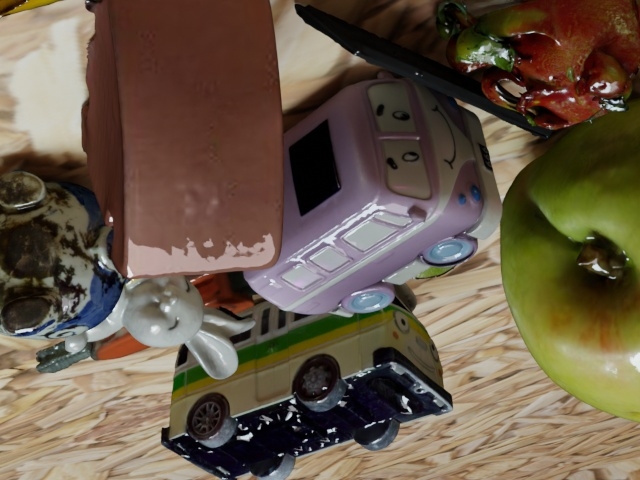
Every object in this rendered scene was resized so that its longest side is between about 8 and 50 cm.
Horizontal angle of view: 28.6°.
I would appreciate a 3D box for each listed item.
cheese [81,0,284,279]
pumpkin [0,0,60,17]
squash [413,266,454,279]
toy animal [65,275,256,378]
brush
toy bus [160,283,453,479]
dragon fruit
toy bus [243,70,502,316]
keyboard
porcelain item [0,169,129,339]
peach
[{"bbox_3d":[-0.104,-0.056,0.904,0.128,0.177,0.203,-3,156,-18],"label":"cheese"},{"bbox_3d":[-0.047,-0.211,0.692,0.278,0.111,0.163,-24,167,27],"label":"pumpkin"},{"bbox_3d":[0.098,-0.041,1.162,0.105,0.105,0.132,-5,144,-15],"label":"squash"},{"bbox_3d":[-0.153,0.062,1.247,0.182,0.131,0.127,8,164,-2],"label":"toy animal"},{"bbox_3d":[-0.176,0.078,1.357,0.323,0.051,0.070,-22,162,17],"label":"brush"},{"bbox_3d":[-0.016,0.147,1.417,0.305,0.179,0.143,-22,139,25],"label":"toy bus"},{"bbox_3d":[0.168,-0.138,0.908,0.175,0.138,0.142,8,120,5],"label":"dragon fruit"},{"bbox_3d":[0.035,-0.034,1.042,0.142,0.142,0.202,21,138,-40],"label":"toy bus"},{"bbox_3d":[0.088,-0.126,0.962,0.250,0.087,0.017,16,108,-46],"label":"keyboard"},{"bbox_3d":[-0.302,0.036,1.094,0.288,0.138,0.186,-10,168,1],"label":"porcelain item"},{"bbox_3d":[0.323,0.008,1.115,0.316,0.314,0.281,0,139,-30],"label":"peach"}]
